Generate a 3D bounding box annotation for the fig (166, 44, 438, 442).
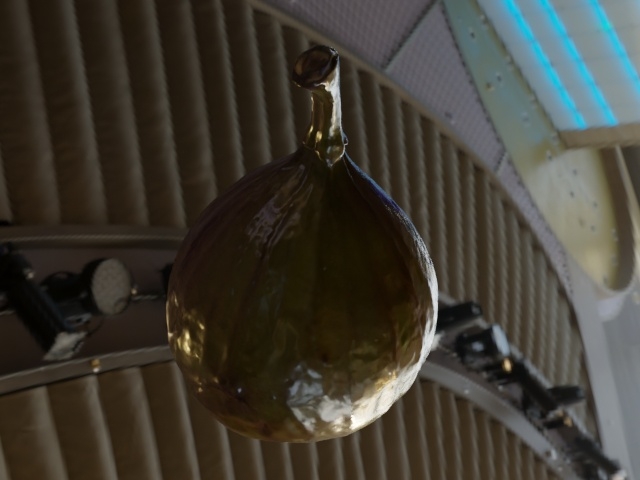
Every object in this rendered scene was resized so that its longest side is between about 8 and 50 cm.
[{"bbox_3d":[0.000,0.000,0.698,0.321,0.217,0.217,102,-175,-45],"label":"fig"}]
